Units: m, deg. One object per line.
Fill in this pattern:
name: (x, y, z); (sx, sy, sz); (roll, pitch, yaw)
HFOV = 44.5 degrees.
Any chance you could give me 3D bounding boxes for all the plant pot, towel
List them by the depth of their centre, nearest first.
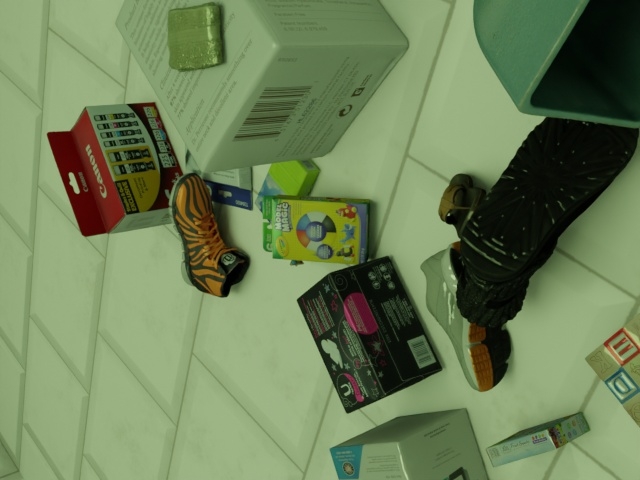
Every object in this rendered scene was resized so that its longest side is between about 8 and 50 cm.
plant pot: (0.348, -0.331, 1.039); (0.252, 0.248, 0.247); (63, 140, 39)
towel: (-0.216, -0.342, 1.322); (0.148, 0.027, 0.109); (10, 107, 46)

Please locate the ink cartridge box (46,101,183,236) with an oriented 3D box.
ink cartridge box: (-0.514, -0.185, 2.007); (0.130, 0.272, 0.309); (-35, 74, 47)

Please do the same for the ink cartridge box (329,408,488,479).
ink cartridge box: (0.183, 0.480, 1.458); (0.198, 0.197, 0.269); (-22, 83, 48)

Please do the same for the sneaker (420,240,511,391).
sneaker: (0.249, 0.138, 1.386); (0.121, 0.099, 0.262); (-25, 74, 56)

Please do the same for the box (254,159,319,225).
box: (-0.076, -0.116, 1.707); (0.109, 0.042, 0.178); (51, 133, 28)

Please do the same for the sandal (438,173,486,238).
sandal: (0.223, -0.065, 1.282); (0.219, 0.060, 0.089); (-86, 12, -68)

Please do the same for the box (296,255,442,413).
box: (0.092, 0.180, 1.508); (0.142, 0.163, 0.247); (-40, 70, 50)

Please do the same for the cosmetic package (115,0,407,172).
cosmetic package: (-0.121, -0.392, 1.472); (0.393, 0.328, 0.329); (59, 136, 19)

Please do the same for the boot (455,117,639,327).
boot: (0.330, -0.036, 1.196); (0.131, 0.348, 0.260); (43, 171, 24)

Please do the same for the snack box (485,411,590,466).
snack box: (0.358, 0.330, 1.295); (0.141, 0.100, 0.037); (-37, 72, 47)

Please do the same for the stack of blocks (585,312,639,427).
stack of blocks: (0.531, 0.139, 1.062); (0.171, 0.087, 0.297); (55, 134, 23)

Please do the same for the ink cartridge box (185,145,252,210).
ink cartridge box: (-0.249, -0.192, 1.880); (0.223, 0.045, 0.223); (13, 110, 45)

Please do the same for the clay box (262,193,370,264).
clay box: (-0.014, -0.023, 1.569); (0.222, 0.053, 0.127); (3, 105, 10)

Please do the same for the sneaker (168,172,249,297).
sneaker: (-0.257, -0.004, 1.890); (0.180, 0.125, 0.321); (22, 131, 37)

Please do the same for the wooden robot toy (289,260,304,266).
wooden robot toy: (0.000, 0.000, 1.652); (0.079, 0.076, 0.173); (25, 116, -7)
